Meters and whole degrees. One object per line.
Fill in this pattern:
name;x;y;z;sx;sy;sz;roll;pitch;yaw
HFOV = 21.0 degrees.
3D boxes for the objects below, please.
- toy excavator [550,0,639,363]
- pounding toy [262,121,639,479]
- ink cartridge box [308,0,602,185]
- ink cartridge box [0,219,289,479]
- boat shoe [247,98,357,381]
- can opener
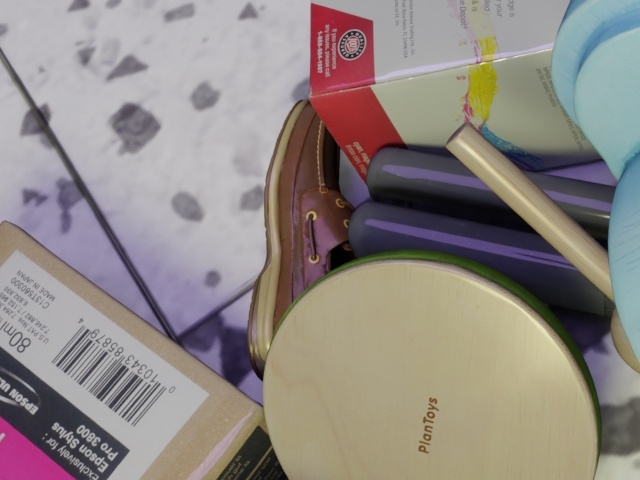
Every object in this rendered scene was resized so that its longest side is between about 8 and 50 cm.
toy excavator;0.265;0.068;0.732;0.433;0.222;0.445;29;69;-8
pounding toy;0.086;0.057;0.921;0.183;0.110;0.237;40;120;2
ink cartridge box;0.096;-0.120;1.014;0.176;0.127;0.128;-9;59;18
ink cartridge box;-0.157;0.127;1.007;0.235;0.088;0.193;32;77;32
boat shoe;0.000;0.000;1.031;0.060;0.064;0.178;0;69;17
can opener;0.152;-0.007;0.937;0.284;0.095;0.076;11;65;16
